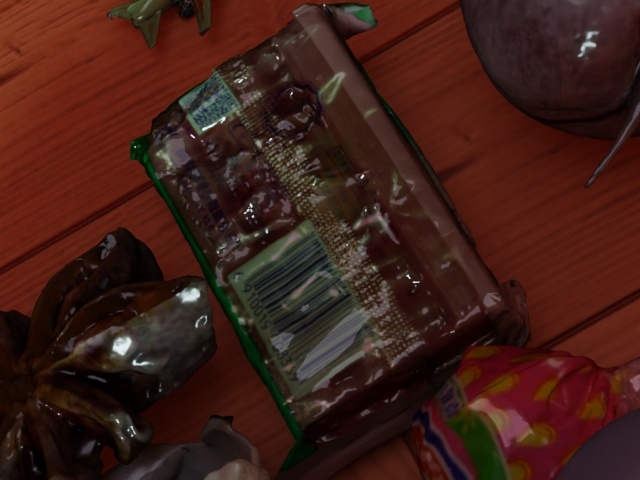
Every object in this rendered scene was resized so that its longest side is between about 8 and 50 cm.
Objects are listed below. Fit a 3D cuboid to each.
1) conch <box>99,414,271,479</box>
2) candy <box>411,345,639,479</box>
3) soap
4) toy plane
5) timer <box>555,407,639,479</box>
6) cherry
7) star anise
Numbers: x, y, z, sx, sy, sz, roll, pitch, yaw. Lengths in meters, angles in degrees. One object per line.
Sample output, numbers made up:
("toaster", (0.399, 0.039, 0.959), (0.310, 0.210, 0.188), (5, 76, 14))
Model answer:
("conch", (-0.128, 0.237, 1.090), (0.275, 0.183, 0.148), (-27, 103, 7))
("candy", (0.231, 0.076, 1.089), (0.365, 0.124, 0.124), (-20, 65, -4))
("soap", (-0.001, -0.001, 1.174), (0.218, 0.098, 0.273), (-32, 64, 2))
("toy plane", (-0.102, -0.190, 1.309), (0.102, 0.040, 0.111), (41, 84, 24))
("timer", (0.252, 0.286, 0.865), (0.395, 0.173, 0.395), (2, 82, -16))
("cherry", (0.191, -0.166, 1.136), (0.213, 0.183, 0.266), (-17, 52, -6))
("star anise", (-0.168, 0.092, 1.174), (0.220, 0.099, 0.214), (7, 56, 49))
